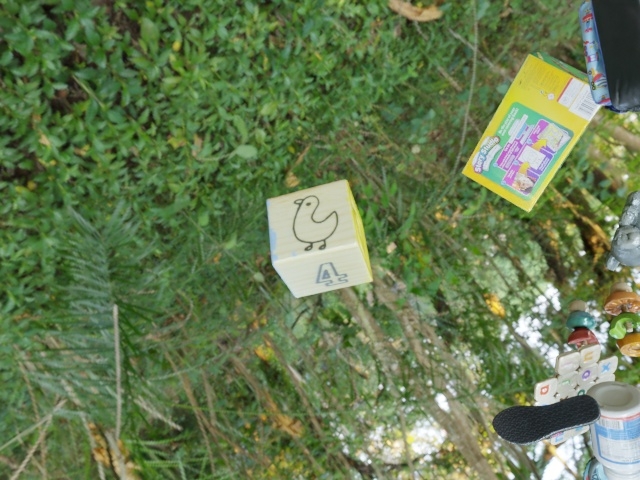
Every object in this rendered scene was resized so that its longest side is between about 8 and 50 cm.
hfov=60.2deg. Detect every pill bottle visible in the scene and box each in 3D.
[{"bbox_3d":[0.692,0.450,1.278,0.124,0.221,0.124,-15,-161,5],"label":"pill bottle"}]

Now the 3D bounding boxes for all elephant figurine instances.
[{"bbox_3d":[0.726,0.004,1.107,0.186,0.240,0.169,20,89,-63],"label":"elephant figurine"}]

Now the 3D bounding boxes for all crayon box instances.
[{"bbox_3d":[0.430,-0.217,1.119,0.081,0.165,0.278,-33,152,-52],"label":"crayon box"}]

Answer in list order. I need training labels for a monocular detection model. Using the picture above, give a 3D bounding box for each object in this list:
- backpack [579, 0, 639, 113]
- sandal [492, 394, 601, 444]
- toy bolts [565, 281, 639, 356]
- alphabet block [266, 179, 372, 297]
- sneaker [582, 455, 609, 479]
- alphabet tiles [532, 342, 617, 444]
[{"bbox_3d":[0.394,-0.227,0.598,0.173,0.158,0.117,-15,-176,-12],"label":"backpack"},{"bbox_3d":[0.392,0.315,0.959,0.179,0.067,0.040,-18,144,14],"label":"sandal"},{"bbox_3d":[0.857,0.240,1.647,0.229,0.218,0.158,-22,-137,35],"label":"toy bolts"},{"bbox_3d":[0.000,0.000,1.302,0.197,0.192,0.193,-14,149,9],"label":"alphabet block"},{"bbox_3d":[0.747,0.667,1.366,0.104,0.261,0.125,-10,169,-12],"label":"sneaker"},{"bbox_3d":[0.669,0.407,1.461,0.278,0.284,0.021,-13,-156,-20],"label":"alphabet tiles"}]
